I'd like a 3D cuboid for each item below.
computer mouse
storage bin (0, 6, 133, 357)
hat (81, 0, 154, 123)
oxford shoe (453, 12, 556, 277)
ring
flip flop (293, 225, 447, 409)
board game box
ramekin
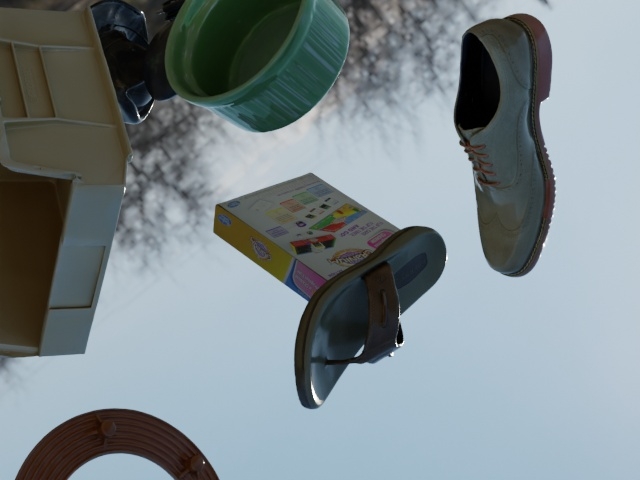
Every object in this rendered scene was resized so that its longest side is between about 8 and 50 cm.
[{"bbox_3d":[-0.273,-0.384,2.271,0.188,0.072,0.272,-10,-129,35],"label":"computer mouse"},{"bbox_3d":[-0.286,-0.058,1.197,0.262,0.123,0.260,113,-33,-42],"label":"storage bin"},{"bbox_3d":[-0.391,-0.304,2.341,0.331,0.134,0.331,-54,163,-25],"label":"hat"},{"bbox_3d":[0.253,-0.133,1.786,0.146,0.397,0.140,-13,-166,-40],"label":"oxford shoe"},{"bbox_3d":[-0.238,0.374,1.516,0.032,0.336,0.336,-29,-164,45],"label":"ring"},{"bbox_3d":[0.066,0.079,1.309,0.080,0.112,0.277,19,-138,36],"label":"flip flop"},{"bbox_3d":[0.000,0.000,2.149,0.242,0.064,0.316,-21,-137,-39],"label":"board game box"},{"bbox_3d":[-0.098,-0.327,1.993,0.303,0.148,0.303,-20,-126,31],"label":"ramekin"}]
